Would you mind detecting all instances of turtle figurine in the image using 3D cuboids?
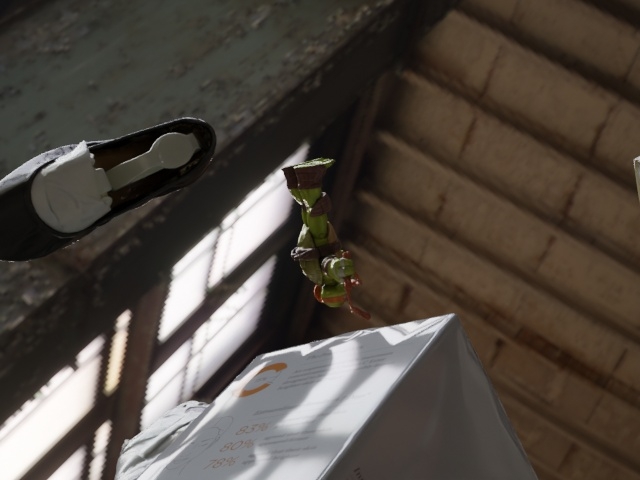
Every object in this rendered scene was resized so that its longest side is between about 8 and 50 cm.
[{"bbox_3d":[0.000,0.000,1.854,0.087,0.269,0.217,-13,-84,1],"label":"turtle figurine"}]

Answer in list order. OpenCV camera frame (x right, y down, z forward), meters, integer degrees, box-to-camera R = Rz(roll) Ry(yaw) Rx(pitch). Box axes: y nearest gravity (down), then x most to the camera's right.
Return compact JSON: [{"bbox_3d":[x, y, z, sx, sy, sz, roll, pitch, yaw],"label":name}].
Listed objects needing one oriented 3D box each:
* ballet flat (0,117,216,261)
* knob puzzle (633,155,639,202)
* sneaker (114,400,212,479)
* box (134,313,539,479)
[{"bbox_3d":[-0.220,-0.066,1.381,0.096,0.280,0.095,-24,-85,55],"label":"ballet flat"},{"bbox_3d":[0.223,0.041,0.809,0.030,0.213,0.213,-24,-69,2],"label":"knob puzzle"},{"bbox_3d":[-0.126,0.230,1.659,0.305,0.152,0.114,-26,-56,11],"label":"sneaker"},{"bbox_3d":[-0.022,0.224,0.987,0.215,0.345,0.168,-15,-71,39],"label":"box"}]
